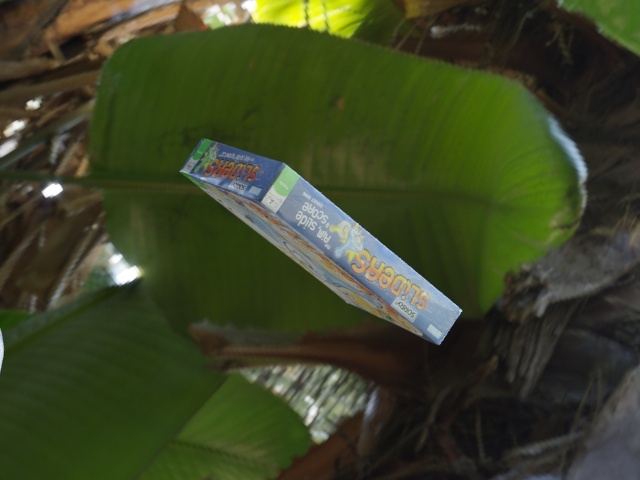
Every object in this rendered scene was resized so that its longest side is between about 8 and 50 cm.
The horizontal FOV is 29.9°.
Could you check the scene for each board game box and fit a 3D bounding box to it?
[{"bbox_3d":[0.000,0.000,0.919,0.201,0.035,0.136,39,-9,-30],"label":"board game box"}]

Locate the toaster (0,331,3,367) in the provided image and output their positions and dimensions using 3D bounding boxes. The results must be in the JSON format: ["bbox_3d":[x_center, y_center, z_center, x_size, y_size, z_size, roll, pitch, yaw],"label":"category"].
[{"bbox_3d":[-0.311,0.117,0.813,0.129,0.146,0.226,12,-96,23],"label":"toaster"}]
